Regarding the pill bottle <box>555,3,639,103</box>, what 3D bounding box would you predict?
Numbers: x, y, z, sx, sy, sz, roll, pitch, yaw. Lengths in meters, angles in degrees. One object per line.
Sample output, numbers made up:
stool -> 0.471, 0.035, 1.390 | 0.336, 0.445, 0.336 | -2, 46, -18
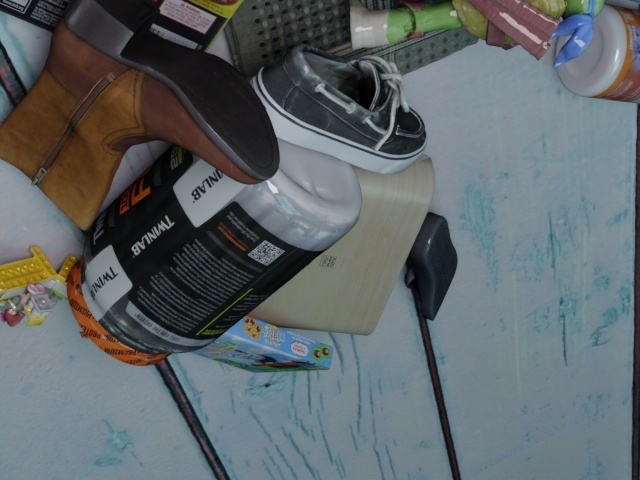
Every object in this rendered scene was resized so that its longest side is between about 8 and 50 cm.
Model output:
pill bottle -> 0.428, -0.241, 1.407 | 0.216, 0.121, 0.121 | 1, 129, -30

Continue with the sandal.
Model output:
sandal -> 0.155, 0.031, 1.542 | 0.097, 0.054, 0.254 | -61, 158, -24

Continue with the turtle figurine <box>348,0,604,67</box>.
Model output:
turtle figurine -> 0.162, -0.301, 1.161 | 0.266, 0.275, 0.198 | -2, 167, 1

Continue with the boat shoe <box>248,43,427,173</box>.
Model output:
boat shoe -> 0.047, -0.159, 1.206 | 0.105, 0.113, 0.306 | -39, 148, 28

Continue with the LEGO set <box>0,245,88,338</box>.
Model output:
LEGO set -> -0.340, 0.093, 1.313 | 0.287, 0.132, 0.107 | 11, 133, -45

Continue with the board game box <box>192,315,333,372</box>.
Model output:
board game box -> -0.113, 0.140, 1.464 | 0.160, 0.039, 0.211 | -9, 155, 44

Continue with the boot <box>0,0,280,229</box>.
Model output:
boot -> -0.202, -0.090, 1.096 | 0.264, 0.096, 0.280 | 38, 130, -7

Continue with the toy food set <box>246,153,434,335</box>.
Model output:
toy food set -> 0.000, 0.000, 1.441 | 0.219, 0.092, 0.306 | 8, 125, -19

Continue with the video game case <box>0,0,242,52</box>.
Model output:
video game case -> -0.193, -0.294, 1.037 | 0.274, 0.035, 0.248 | 20, 129, -31

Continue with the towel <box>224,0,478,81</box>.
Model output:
towel -> 0.033, -0.301, 1.203 | 0.324, 0.056, 0.312 | -23, 139, -11

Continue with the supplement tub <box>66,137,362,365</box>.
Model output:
supplement tub -> -0.132, -0.007, 1.237 | 0.207, 0.207, 0.338 | 24, 127, -41

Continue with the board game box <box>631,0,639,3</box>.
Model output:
board game box -> 0.410, -0.455, 1.124 | 0.302, 0.086, 0.308 | -44, 146, -32
